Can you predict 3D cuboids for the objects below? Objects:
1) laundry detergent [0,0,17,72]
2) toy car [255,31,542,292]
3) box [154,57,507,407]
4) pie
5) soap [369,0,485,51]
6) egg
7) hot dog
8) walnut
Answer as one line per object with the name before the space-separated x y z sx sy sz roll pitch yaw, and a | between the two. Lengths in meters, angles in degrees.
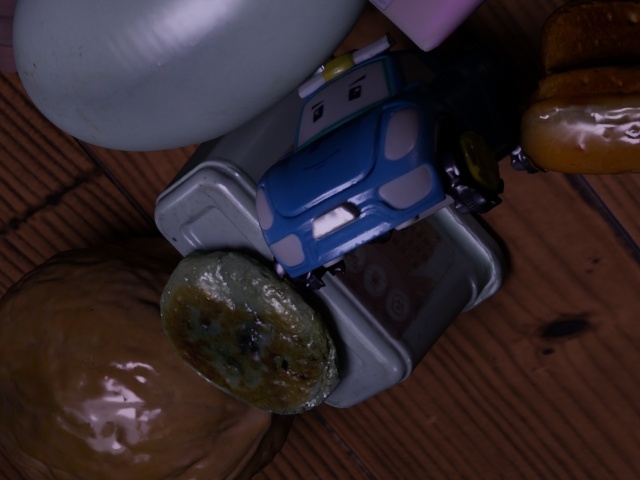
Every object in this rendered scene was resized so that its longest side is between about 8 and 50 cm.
laundry detergent | -0.263 -0.245 1.685 0.171 0.076 0.237 23 137 15
toy car | 0.054 -0.077 1.440 0.198 0.314 0.166 -29 92 28
box | 0.000 0.000 1.644 0.312 0.182 0.175 46 139 -10
pie | -0.066 0.086 1.598 0.186 0.041 0.187 21 136 21
soap | 0.119 -0.272 1.314 0.138 0.182 0.199 42 138 -5
egg | -0.106 -0.206 1.497 0.371 0.230 0.230 -24 111 34
hot dog | 0.317 -0.116 1.347 0.348 0.158 0.117 -2 144 31
walnut | -0.183 0.144 1.824 0.332 0.333 0.333 19 136 20
